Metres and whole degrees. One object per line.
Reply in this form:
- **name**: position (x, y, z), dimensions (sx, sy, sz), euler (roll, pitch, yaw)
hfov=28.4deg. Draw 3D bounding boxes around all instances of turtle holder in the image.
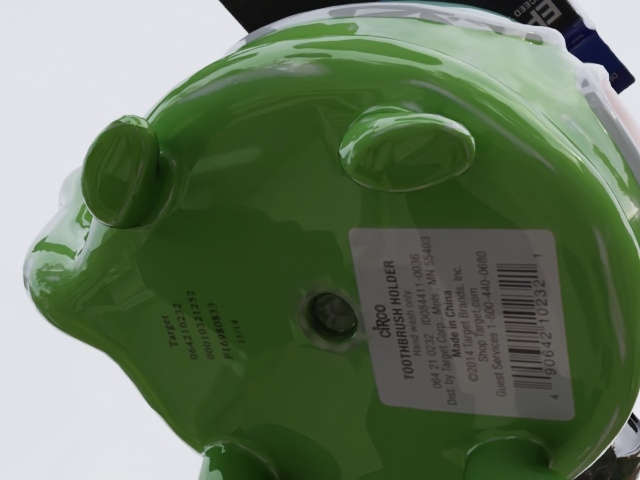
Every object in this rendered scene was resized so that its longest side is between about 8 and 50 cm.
- **turtle holder**: position (0.015, 0.013, 0.619), dimensions (0.320, 0.227, 0.243), euler (-32, -81, 36)

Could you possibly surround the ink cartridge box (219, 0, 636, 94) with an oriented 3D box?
- **ink cartridge box**: position (0.037, -0.164, 0.783), dimensions (0.165, 0.065, 0.332), euler (-40, -75, 17)

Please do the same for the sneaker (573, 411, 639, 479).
- **sneaker**: position (0.164, 0.100, 0.796), dimensions (0.222, 0.083, 0.118), euler (4, -61, -50)
